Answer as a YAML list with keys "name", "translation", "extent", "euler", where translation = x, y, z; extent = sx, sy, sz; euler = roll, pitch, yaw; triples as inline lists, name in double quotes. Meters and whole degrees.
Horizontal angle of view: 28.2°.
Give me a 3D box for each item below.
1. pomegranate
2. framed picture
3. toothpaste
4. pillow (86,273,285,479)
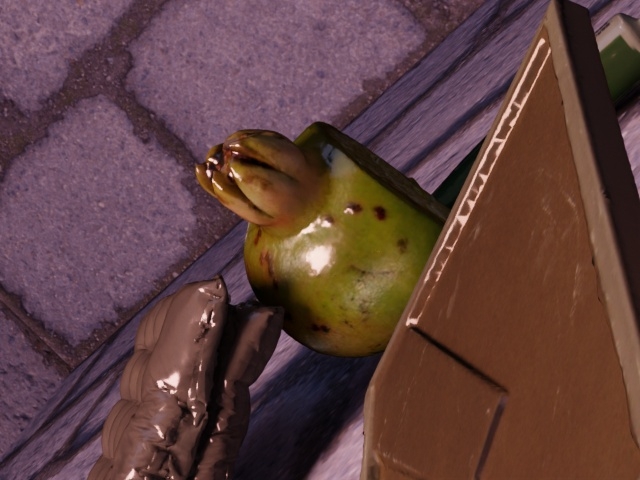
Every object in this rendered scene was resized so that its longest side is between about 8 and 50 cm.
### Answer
- name: "pomegranate"
  translation: [0.011, 0.009, 1.006]
  extent: [0.159, 0.190, 0.241]
  euler: [-53, -22, 7]
- name: "framed picture"
  translation: [0.061, 0.070, 0.500]
  extent: [0.335, 0.022, 0.247]
  euler: [-81, 11, -61]
- name: "toothpaste"
  translation: [0.183, -0.085, 1.159]
  extent: [0.392, 0.061, 0.099]
  euler: [-44, 8, 26]
- name: "pillow"
  translation: [-0.125, 0.155, 1.056]
  extent: [0.326, 0.101, 0.228]
  euler: [161, 128, -73]
